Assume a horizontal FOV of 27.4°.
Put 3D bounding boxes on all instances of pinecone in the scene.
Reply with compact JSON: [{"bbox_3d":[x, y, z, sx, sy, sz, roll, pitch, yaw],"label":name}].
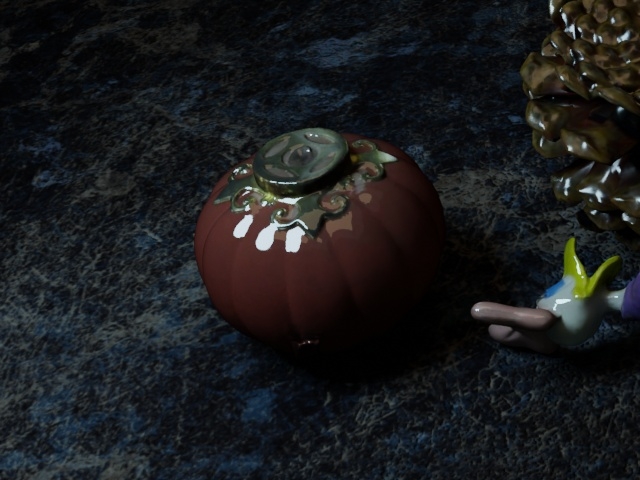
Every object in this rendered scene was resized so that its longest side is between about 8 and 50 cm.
[{"bbox_3d":[0.417,-0.138,1.533,0.384,0.384,0.384,-10,34,7],"label":"pinecone"}]

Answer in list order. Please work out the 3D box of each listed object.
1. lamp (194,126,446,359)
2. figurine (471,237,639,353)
[{"bbox_3d":[0.000,0.000,1.580,0.303,0.257,0.303,-10,35,7],"label":"lamp"},{"bbox_3d":[0.386,0.078,1.424,0.420,0.154,0.193,10,76,21],"label":"figurine"}]
